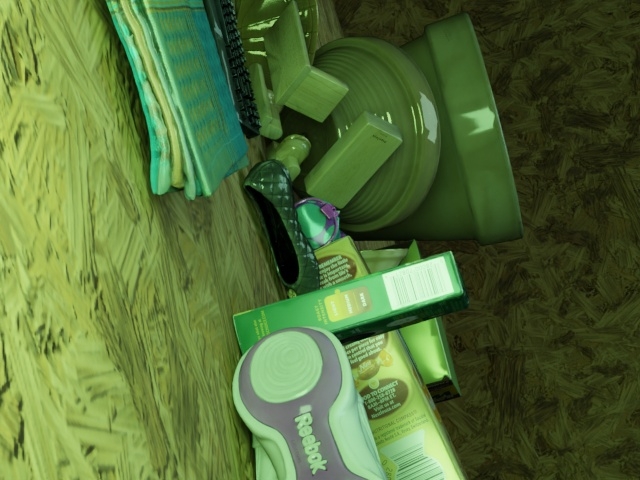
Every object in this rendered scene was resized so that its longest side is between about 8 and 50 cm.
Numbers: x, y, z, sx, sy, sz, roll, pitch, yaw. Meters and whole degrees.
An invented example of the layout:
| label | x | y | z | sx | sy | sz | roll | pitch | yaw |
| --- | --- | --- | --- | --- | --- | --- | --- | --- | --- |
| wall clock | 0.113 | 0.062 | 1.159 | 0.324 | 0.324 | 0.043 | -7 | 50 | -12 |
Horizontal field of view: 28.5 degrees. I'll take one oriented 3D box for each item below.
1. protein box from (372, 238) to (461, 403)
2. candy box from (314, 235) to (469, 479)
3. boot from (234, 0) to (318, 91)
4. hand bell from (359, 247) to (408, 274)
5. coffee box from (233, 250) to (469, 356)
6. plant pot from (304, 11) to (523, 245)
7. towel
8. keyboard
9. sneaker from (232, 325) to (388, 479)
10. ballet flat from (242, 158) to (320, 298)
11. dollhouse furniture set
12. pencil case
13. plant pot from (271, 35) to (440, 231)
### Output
| label | x | y | z | sx | sy | sz | roll | pitch | yaw |
| --- | --- | --- | --- | --- | --- | --- | --- | --- | --- |
| protein box | 0.102 | 0.129 | 1.765 | 0.201 | 0.136 | 0.200 | 53 | 23 | -73 |
| candy box | 0.072 | 0.168 | 1.372 | 0.183 | 0.087 | 0.316 | 58 | 8 | -72 |
| boot | -0.063 | -0.303 | 1.492 | 0.203 | 0.095 | 0.262 | -116 | -161 | -76 |
| hand bell | 0.056 | 0.133 | 1.622 | 0.126 | 0.126 | 0.242 | 6 | 81 | -84 |
| coffee box | 0.028 | 0.058 | 1.034 | 0.113 | 0.184 | 0.040 | 40 | 33 | -77 |
| plant pot | 0.109 | -0.125 | 1.753 | 0.323 | 0.280 | 0.323 | -14 | 90 | -85 |
| towel | -0.133 | -0.215 | 0.912 | 0.271 | 0.040 | 0.370 | -68 | 141 | -82 |
| keyboard | -0.092 | -0.197 | 1.307 | 0.108 | 0.023 | 0.180 | 43 | 34 | -79 |
| sneaker | 0.014 | 0.202 | 0.883 | 0.305 | 0.114 | 0.152 | -97 | 170 | -49 |
| ballet flat | -0.041 | -0.001 | 1.260 | 0.057 | 0.049 | 0.173 | 13 | -51 | 45 |
| dollhouse furniture set | -0.004 | -0.147 | 1.393 | 0.151 | 0.144 | 0.123 | 23 | 35 | -29 |
| pencil case | 0.000 | 0.000 | 1.451 | 0.064 | 0.070 | 0.151 | 63 | 1 | 15 |
| plant pot | 0.019 | -0.123 | 1.496 | 0.110 | 0.237 | 0.237 | -9 | 83 | -44 |
